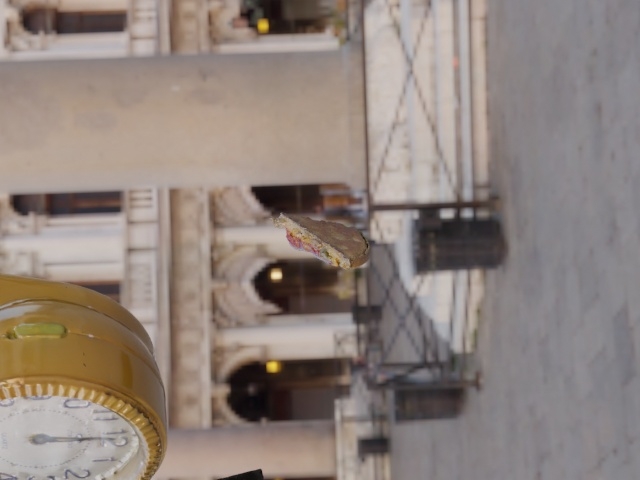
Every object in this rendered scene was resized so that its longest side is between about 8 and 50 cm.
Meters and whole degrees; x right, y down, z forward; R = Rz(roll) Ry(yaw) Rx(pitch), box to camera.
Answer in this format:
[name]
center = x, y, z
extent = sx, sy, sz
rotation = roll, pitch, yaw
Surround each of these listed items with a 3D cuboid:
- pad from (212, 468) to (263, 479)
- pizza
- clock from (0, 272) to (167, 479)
[pad]
center = -0.086, 0.340, 1.135
extent = 0.170, 0.006, 0.245
rotation = -4, -102, -49
[pizza]
center = 0.014, 0.005, 1.214
extent = 0.099, 0.100, 0.029
rotation = -3, -59, -55
[clock]
center = -0.298, 0.142, 1.144
extent = 0.244, 0.317, 0.200
rotation = 101, 168, -48
